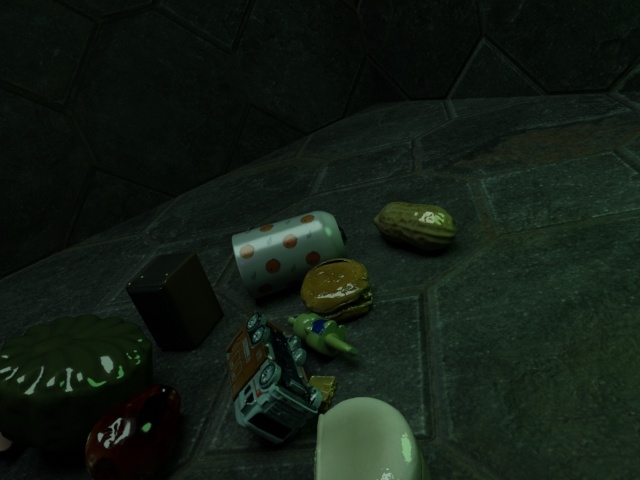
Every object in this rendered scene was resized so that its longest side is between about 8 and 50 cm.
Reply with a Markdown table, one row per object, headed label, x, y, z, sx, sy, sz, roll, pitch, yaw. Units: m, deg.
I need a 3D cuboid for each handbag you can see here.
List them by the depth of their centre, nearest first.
| label | x | y | z | sx | sy | sz | roll | pitch | yaw |
| --- | --- | --- | --- | --- | --- | --- | --- | --- | --- |
| handbag | -0.002 | 0.330 | 1.053 | 0.061 | 0.027 | 0.083 | -7 | 26 | 24 |

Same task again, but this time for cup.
| label | x | y | z | sx | sy | sz | roll | pitch | yaw |
| --- | --- | --- | --- | --- | --- | --- | --- | --- | --- |
| cup | -0.090 | 0.036 | 1.504 | 0.318 | 0.212 | 0.212 | -18 | 25 | -1 |

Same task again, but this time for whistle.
| label | x | y | z | sx | sy | sz | roll | pitch | yaw |
| --- | --- | --- | --- | --- | --- | --- | --- | --- | --- |
| whistle | 0.007 | 0.229 | 1.169 | 0.227 | 0.105 | 0.085 | 13 | 75 | 53 |

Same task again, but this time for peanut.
| label | x | y | z | sx | sy | sz | roll | pitch | yaw |
| --- | --- | --- | --- | --- | --- | --- | --- | --- | --- |
| peanut | 0.288 | -0.052 | 1.522 | 0.153 | 0.140 | 0.325 | -10 | 14 | -29 |

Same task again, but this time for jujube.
| label | x | y | z | sx | sy | sz | roll | pitch | yaw |
| --- | --- | --- | --- | --- | --- | --- | --- | --- | --- |
| jujube | -0.382 | 0.400 | 1.020 | 0.168 | 0.168 | 0.236 | -10 | 23 | 17 |

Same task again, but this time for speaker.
| label | x | y | z | sx | sy | sz | roll | pitch | yaw |
| --- | --- | --- | --- | --- | --- | --- | --- | --- | --- |
| speaker | -0.418 | 0.175 | 1.413 | 0.153 | 0.230 | 0.192 | -6 | 27 | 25 |

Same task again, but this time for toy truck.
| label | x | y | z | sx | sy | sz | roll | pitch | yaw |
| --- | --- | --- | --- | --- | --- | --- | --- | --- | --- |
| toy truck | -0.120 | 0.296 | 1.056 | 0.162 | 0.136 | 0.305 | -49 | 25 | 7 |

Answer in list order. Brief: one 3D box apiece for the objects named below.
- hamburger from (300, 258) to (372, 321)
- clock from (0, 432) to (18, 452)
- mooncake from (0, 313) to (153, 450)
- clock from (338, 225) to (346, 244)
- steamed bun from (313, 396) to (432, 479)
| label | x | y | z | sx | sy | sz | roll | pitch | yaw |
| --- | --- | --- | --- | --- | --- | --- | --- | --- | --- |
| hamburger | 0.044 | 0.138 | 1.337 | 0.214 | 0.108 | 0.213 | -14 | 30 | 8 |
| clock | -0.843 | 0.460 | 1.247 | 0.241 | 0.142 | 0.227 | -20 | 20 | 19 |
| mooncake | -0.586 | 0.317 | 1.156 | 0.357 | 0.194 | 0.356 | 6 | 17 | -2 |
| clock | 0.000 | 0.000 | 1.720 | 0.185 | 0.040 | 0.184 | -15 | 25 | 7 |
| steamed bun | 0.086 | 0.371 | 0.764 | 0.164 | 0.146 | 0.241 | -18 | 25 | 11 |
